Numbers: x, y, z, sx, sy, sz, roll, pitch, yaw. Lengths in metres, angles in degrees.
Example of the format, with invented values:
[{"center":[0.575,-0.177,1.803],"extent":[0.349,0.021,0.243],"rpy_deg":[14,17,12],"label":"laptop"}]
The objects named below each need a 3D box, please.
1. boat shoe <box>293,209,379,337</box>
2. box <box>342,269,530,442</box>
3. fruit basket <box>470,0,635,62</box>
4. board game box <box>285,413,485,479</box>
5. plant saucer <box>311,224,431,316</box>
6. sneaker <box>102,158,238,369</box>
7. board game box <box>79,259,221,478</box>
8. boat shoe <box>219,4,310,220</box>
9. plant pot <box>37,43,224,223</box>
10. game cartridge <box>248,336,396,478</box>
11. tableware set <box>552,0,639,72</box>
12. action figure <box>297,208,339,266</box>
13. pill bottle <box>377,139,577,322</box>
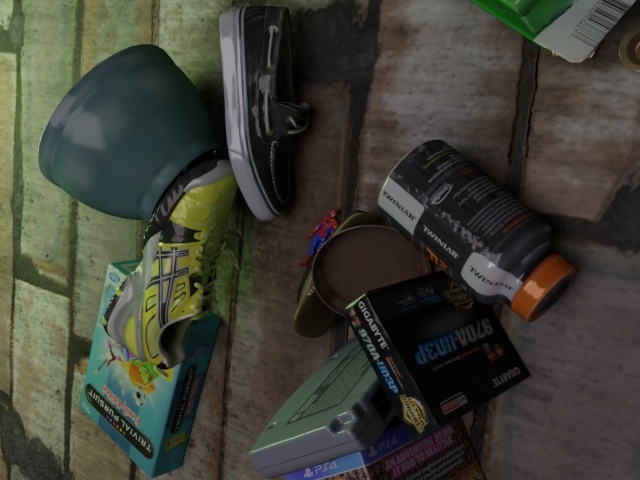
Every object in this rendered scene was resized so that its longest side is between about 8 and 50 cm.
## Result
[{"center":[0.014,0.043,1.086],"extent":[0.223,0.080,0.073],"rpy_deg":[-64,26,22],"label":"boat shoe"},{"center":[0.149,0.130,0.893],"extent":[0.051,0.220,0.175],"rpy_deg":[-42,69,39],"label":"box"},{"center":[0.291,-0.398,0.783],"extent":[0.353,0.165,0.327],"rpy_deg":[-47,53,8],"label":"fruit basket"},{"center":[0.118,0.386,0.937],"extent":[0.141,0.232,0.291],"rpy_deg":[-30,75,37],"label":"board game box"},{"center":[0.072,0.043,1.018],"extent":[0.168,0.029,0.168],"rpy_deg":[2,123,4],"label":"plant saucer"},{"center":[-0.214,0.042,1.181],"extent":[0.147,0.145,0.385],"rpy_deg":[37,114,18],"label":"sneaker"},{"center":[-0.340,0.243,1.388],"extent":[0.254,0.079,0.336],"rpy_deg":[29,112,33],"label":"board game box"},{"center":[-0.076,-0.196,1.106],"extent":[0.119,0.121,0.335],"rpy_deg":[-4,103,16],"label":"boat shoe"},{"center":[-0.287,-0.146,1.197],"extent":[0.196,0.293,0.293],"rpy_deg":[42,120,8],"label":"plant pot"},{"center":[0.040,0.197,0.947],"extent":[0.198,0.297,0.062],"rpy_deg":[-35,92,38],"label":"game cartridge"},{"center":[0.349,-0.269,0.822],"extent":[0.168,0.020,0.141],"rpy_deg":[24,109,34],"label":"tableware set"},{"center":[0.000,0.000,1.125],"extent":[0.038,0.030,0.115],"rpy_deg":[42,117,33],"label":"action figure"},{"center":[0.197,-0.009,0.898],"extent":[0.245,0.130,0.130],"rpy_deg":[44,119,27],"label":"pill bottle"}]
